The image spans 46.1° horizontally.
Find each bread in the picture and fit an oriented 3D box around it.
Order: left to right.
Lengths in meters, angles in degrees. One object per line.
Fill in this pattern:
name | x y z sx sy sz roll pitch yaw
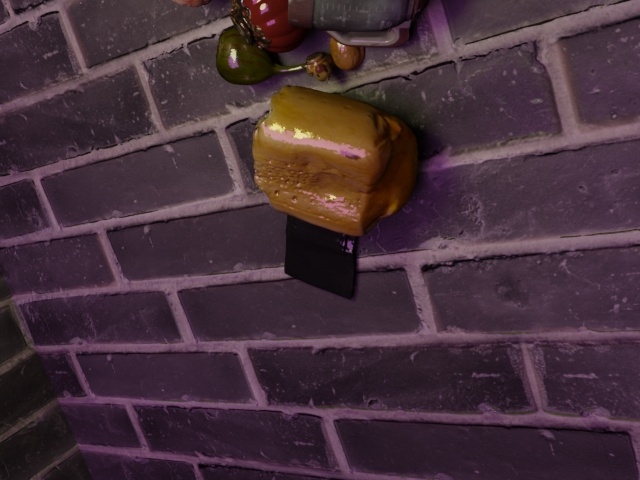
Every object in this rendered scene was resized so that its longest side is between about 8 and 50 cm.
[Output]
bread | 0.052 -0.205 1.914 0.395 0.250 0.361 15 142 14

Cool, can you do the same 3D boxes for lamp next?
lamp | -0.118 -0.584 1.888 0.227 0.227 0.226 15 120 29

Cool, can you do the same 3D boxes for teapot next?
teapot | 0.091 -0.556 1.716 0.313 0.233 0.315 9 154 1

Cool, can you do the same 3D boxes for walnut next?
walnut | 0.061 -0.485 1.903 0.091 0.052 0.121 4 116 30

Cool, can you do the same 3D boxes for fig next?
fig | -0.154 -0.481 2.036 0.260 0.151 0.151 13 123 -2

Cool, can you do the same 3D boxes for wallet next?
wallet | 0.000 0.000 2.192 0.247 0.041 0.322 21 124 27

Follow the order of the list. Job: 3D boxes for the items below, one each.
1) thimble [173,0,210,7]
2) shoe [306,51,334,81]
thimble | -0.345 -0.736 1.951 0.239 0.239 0.162 50 132 4
shoe | 0.001 -0.450 1.940 0.109 0.072 0.069 30 151 61
